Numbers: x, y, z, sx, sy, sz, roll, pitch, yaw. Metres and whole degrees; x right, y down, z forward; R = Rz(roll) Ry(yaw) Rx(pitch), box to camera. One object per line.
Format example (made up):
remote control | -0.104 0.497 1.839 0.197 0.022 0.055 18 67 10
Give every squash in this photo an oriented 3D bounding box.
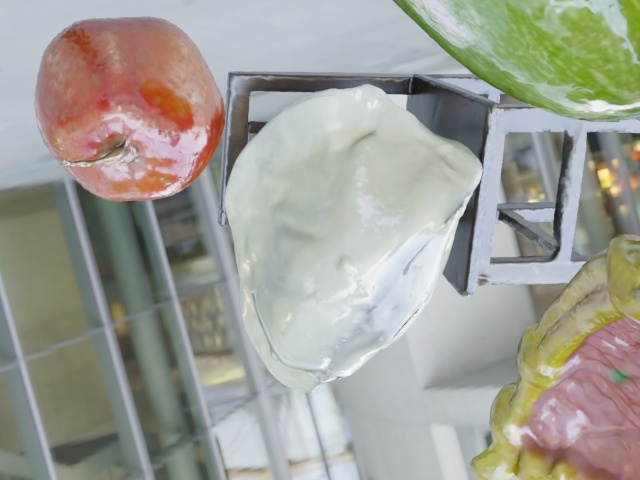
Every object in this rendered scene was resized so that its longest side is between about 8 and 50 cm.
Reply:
squash | 0.174 -0.229 0.865 0.310 0.309 0.310 -33 168 -8

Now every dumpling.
dumpling | 0.000 0.000 1.214 0.318 0.243 0.187 -50 177 18

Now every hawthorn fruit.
hawthorn fruit | -0.153 -0.093 1.000 0.162 0.162 0.203 -15 -144 -1

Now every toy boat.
toy boat | 0.126 0.062 0.392 0.099 0.141 0.318 -32 177 -8

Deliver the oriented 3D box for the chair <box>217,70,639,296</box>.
chair | 0.124 -0.071 1.304 0.416 0.203 0.240 -3 -159 -18
